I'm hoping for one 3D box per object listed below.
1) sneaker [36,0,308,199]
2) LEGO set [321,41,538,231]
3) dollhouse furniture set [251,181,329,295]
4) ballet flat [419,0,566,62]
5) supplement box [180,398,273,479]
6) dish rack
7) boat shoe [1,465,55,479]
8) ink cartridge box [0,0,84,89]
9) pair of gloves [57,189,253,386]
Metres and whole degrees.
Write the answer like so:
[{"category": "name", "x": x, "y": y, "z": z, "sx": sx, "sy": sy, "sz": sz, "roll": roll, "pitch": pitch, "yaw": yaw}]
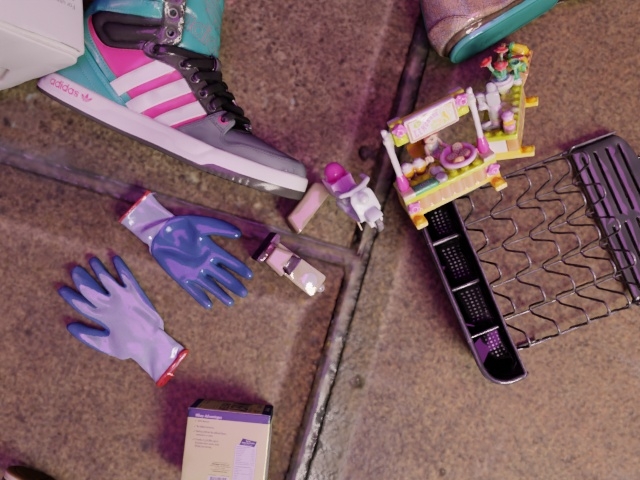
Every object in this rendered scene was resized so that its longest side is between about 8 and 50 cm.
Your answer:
[{"category": "sneaker", "x": -0.122, "y": -0.171, "z": 0.637, "sx": 0.296, "sy": 0.124, "sz": 0.178, "roll": 26, "pitch": 94, "yaw": 2}, {"category": "LEGO set", "x": 0.132, "y": -0.124, "z": 0.595, "sx": 0.287, "sy": 0.132, "sz": 0.107, "roll": -41, "pitch": 131, "yaw": -15}, {"category": "dollhouse furniture set", "x": 0.000, "y": 0.000, "z": 0.647, "sx": 0.081, "sy": 0.091, "sz": 0.114, "roll": 38, "pitch": 82, "yaw": -13}, {"category": "ballet flat", "x": 0.249, "y": -0.304, "z": 0.665, "sx": 0.316, "sy": 0.107, "sz": 0.106, "roll": -25, "pitch": 79, "yaw": -5}, {"category": "supplement box", "x": -0.093, "y": 0.210, "z": 0.630, "sx": 0.084, "sy": 0.056, "sz": 0.083, "roll": 6, "pitch": 85, "yaw": -1}, {"category": "dish rack", "x": 0.250, "y": 0.005, "z": 0.649, "sx": 0.272, "sy": 0.074, "sz": 0.208, "roll": -21, "pitch": 86, "yaw": -3}, {"category": "boat shoe", "x": -0.259, "y": 0.282, "z": 0.621, "sx": 0.152, "sy": 0.056, "sz": 0.049, "roll": 33, "pitch": 80, "yaw": 2}, {"category": "ink cartridge box", "x": -0.353, "y": -0.311, "z": 0.592, "sx": 0.223, "sy": 0.129, "sz": 0.307, "roll": -7, "pitch": 84, "yaw": 29}, {"category": "pair of gloves", "x": -0.172, "y": 0.045, "z": 0.662, "sx": 0.159, "sy": 0.023, "sz": 0.198, "roll": 41, "pitch": 86, "yaw": 1}]
